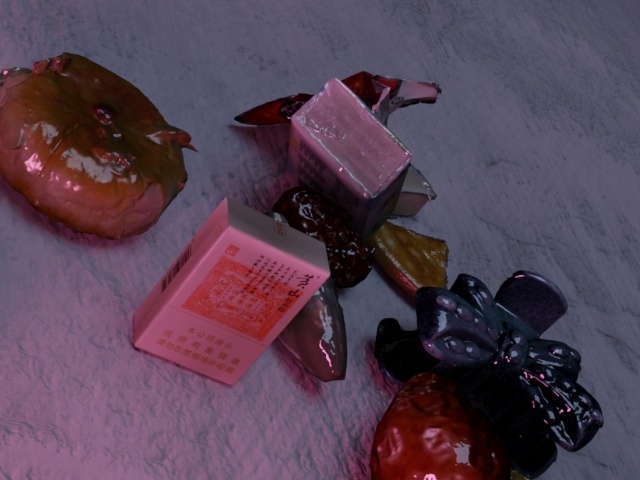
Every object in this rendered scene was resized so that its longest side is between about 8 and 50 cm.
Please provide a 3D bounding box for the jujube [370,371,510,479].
[{"bbox_3d":[0.138,0.246,1.551,0.168,0.168,0.236,32,26,-16],"label":"jujube"}]

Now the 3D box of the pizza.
[{"bbox_3d":[0.133,0.019,1.939,0.185,0.036,0.176,43,29,5],"label":"pizza"}]

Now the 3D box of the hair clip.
[{"bbox_3d":[0.227,0.164,1.747,0.310,0.194,0.206,38,43,-10],"label":"hair clip"}]

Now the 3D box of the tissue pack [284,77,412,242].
[{"bbox_3d":[0.052,-0.116,1.799,0.159,0.145,0.229,45,-13,10],"label":"tissue pack"}]

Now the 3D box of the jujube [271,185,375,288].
[{"bbox_3d":[-0.003,0.003,1.753,0.166,0.104,0.104,47,28,-18],"label":"jujube"}]

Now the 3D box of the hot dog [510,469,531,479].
[{"bbox_3d":[0.260,0.366,1.561,0.093,0.123,0.261,-3,47,-18],"label":"hot dog"}]

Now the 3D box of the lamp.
[{"bbox_3d":[-0.028,0.069,1.634,0.101,0.101,0.250,5,52,-45],"label":"lamp"}]

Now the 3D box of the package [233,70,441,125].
[{"bbox_3d":[0.031,-0.201,1.901,0.194,0.269,0.071,10,80,-53],"label":"package"}]

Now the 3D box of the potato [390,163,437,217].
[{"bbox_3d":[0.114,-0.079,2.016,0.122,0.061,0.086,3,47,-49],"label":"potato"}]

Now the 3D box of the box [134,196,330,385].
[{"bbox_3d":[-0.101,0.060,1.462,0.141,0.201,0.058,27,30,-26],"label":"box"}]

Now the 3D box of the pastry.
[{"bbox_3d":[-0.274,-0.116,1.565,0.257,0.121,0.235,-9,57,-52],"label":"pastry"}]
